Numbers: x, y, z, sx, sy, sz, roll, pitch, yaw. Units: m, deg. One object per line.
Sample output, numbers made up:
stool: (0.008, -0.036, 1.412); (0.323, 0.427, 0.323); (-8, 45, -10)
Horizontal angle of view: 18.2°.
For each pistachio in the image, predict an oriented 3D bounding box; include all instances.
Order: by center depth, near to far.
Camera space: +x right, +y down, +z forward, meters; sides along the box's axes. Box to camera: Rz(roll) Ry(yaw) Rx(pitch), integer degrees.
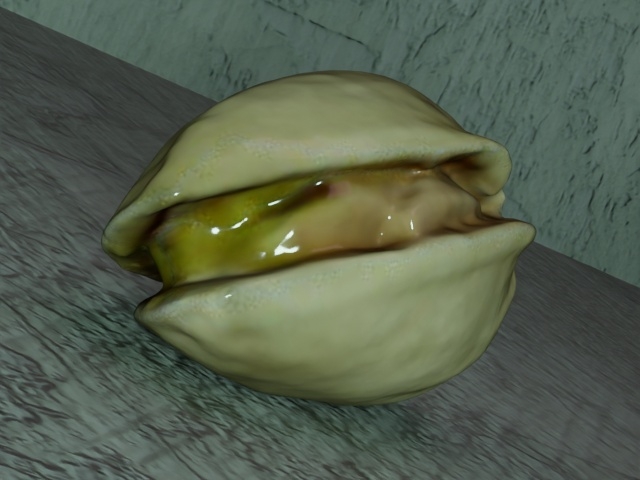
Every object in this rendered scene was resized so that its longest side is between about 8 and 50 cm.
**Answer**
pistachio: (0.000, 0.000, 1.121); (0.318, 0.214, 0.193); (0, 70, -58)
